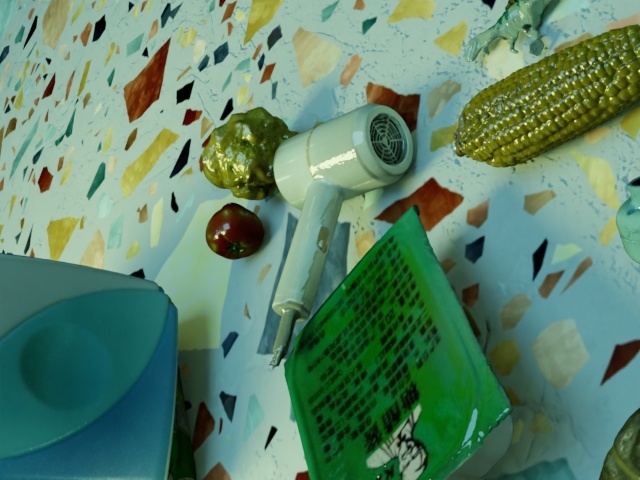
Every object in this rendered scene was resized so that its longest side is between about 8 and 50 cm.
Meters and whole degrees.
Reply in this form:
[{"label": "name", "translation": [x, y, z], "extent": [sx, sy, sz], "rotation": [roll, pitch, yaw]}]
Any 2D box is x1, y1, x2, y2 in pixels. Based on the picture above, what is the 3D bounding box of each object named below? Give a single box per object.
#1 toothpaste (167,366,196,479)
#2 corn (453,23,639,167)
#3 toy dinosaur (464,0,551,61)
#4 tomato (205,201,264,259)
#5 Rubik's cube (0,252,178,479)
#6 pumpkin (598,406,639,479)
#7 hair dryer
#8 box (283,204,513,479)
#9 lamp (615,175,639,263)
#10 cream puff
[{"label": "toothpaste", "translation": [-0.222, 0.292, 1.429], "extent": [0.078, 0.046, 0.248], "rotation": [-46, 41, 29]}, {"label": "corn", "translation": [0.249, -0.149, 1.012], "extent": [0.261, 0.097, 0.097], "rotation": [-27, 54, 38]}, {"label": "toy dinosaur", "translation": [0.244, -0.278, 1.125], "extent": [0.187, 0.044, 0.106], "rotation": [-59, 23, 15]}, {"label": "tomato", "translation": [-0.127, -0.015, 1.422], "extent": [0.087, 0.087, 0.075], "rotation": [-42, 42, 31]}, {"label": "Rubik's cube", "translation": [-0.427, 0.247, 1.415], "extent": [0.352, 0.351, 0.348], "rotation": [-39, 45, 47]}, {"label": "pumpkin", "translation": [0.333, 0.224, 0.644], "extent": [0.320, 0.192, 0.321], "rotation": [-16, 69, 46]}, {"label": "hair dryer", "translation": [0.000, 0.000, 1.194], "extent": [0.173, 0.107, 0.357], "rotation": [-18, 48, 47]}, {"label": "box", "translation": [0.093, 0.160, 1.025], "extent": [0.264, 0.106, 0.337], "rotation": [-51, 32, 23]}, {"label": "lamp", "translation": [0.348, -0.006, 0.752], "extent": [0.284, 0.209, 0.147], "rotation": [-131, 24, -59]}, {"label": "cream puff", "translation": [-0.089, -0.116, 1.392], "extent": [0.116, 0.146, 0.146], "rotation": [40, 106, 34]}]
